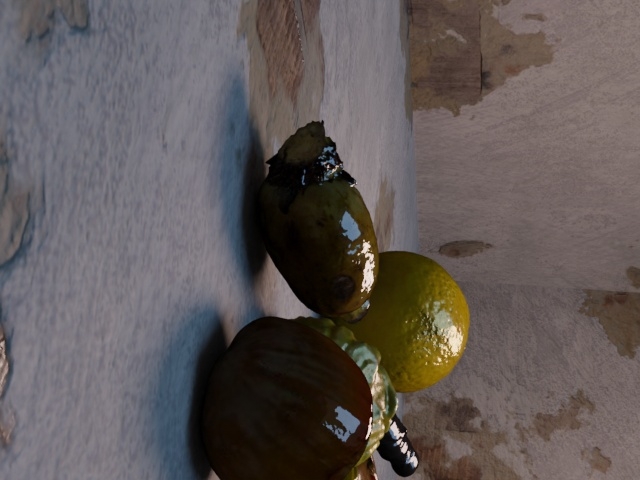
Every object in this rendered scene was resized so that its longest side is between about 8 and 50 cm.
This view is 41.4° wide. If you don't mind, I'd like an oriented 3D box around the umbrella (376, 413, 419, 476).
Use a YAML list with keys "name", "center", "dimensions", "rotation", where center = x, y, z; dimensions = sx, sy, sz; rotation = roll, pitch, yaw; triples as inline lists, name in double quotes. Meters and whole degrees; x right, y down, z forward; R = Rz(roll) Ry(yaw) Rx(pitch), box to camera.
- name: "umbrella"
  center: [0.076, 0.308, 1.514]
  dimensions: [0.357, 0.106, 0.113]
  rotation: [58, 17, -32]

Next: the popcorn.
- name: "popcorn"
  center: [-0.001, 0.216, 1.208]
  dimensions: [0.226, 0.203, 0.200]
  rotation: [37, 76, -26]

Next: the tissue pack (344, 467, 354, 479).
- name: "tissue pack"
  center: [-0.016, 0.383, 1.244]
  dimensions: [0.178, 0.123, 0.127]
  rotation: [-64, 161, -64]

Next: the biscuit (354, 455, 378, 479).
- name: "biscuit"
  center: [0.070, 0.491, 1.509]
  dimensions: [0.350, 0.070, 0.394]
  rotation: [46, 29, -56]

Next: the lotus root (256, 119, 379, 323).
- name: "lotus root"
  center: [0.000, 0.000, 1.114]
  dimensions: [0.169, 0.141, 0.314]
  rotation: [-113, -176, -57]

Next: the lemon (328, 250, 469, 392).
- name: "lemon"
  center: [0.149, 0.154, 1.634]
  dimensions: [0.293, 0.293, 0.293]
  rotation: [3, 90, -79]

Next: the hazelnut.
- name: "hazelnut"
  center: [-0.034, 0.195, 0.962]
  dimensions: [0.210, 0.186, 0.210]
  rotation: [21, 90, -80]
